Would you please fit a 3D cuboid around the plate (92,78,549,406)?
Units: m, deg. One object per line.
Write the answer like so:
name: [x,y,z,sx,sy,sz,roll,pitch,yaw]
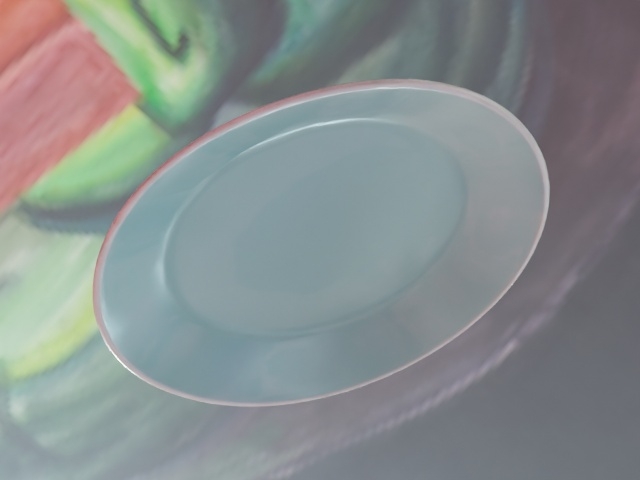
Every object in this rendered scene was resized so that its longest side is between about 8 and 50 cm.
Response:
plate: [0.000,0.000,0.668,0.188,0.188,0.024,39,-156,-46]
